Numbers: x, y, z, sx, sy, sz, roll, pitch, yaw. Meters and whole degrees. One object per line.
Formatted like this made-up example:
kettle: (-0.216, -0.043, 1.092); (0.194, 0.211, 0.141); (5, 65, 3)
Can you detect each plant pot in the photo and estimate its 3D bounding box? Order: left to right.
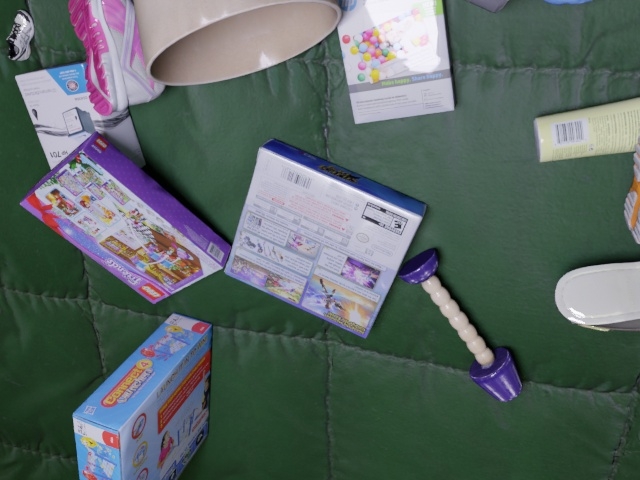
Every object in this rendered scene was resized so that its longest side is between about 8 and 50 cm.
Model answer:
plant pot: (-0.137, -0.371, 0.750); (0.256, 0.256, 0.274); (-17, 93, 25)

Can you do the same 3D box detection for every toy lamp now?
toy lamp: (0.230, 0.142, 0.958); (0.080, 0.080, 0.275); (-32, 99, 29)

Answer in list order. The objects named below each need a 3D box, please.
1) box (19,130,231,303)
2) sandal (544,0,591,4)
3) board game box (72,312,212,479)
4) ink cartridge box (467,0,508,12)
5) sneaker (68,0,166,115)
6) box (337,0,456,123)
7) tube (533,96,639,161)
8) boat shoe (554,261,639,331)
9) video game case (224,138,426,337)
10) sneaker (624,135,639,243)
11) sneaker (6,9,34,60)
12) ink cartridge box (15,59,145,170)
box: (-0.325, -0.025, 1.010); (0.200, 0.057, 0.293); (-26, 123, 33)
sandal: (0.378, -0.348, 0.631); (0.317, 0.138, 0.126); (-19, 110, 27)
board game box: (-0.311, 0.343, 1.103); (0.086, 0.308, 0.302); (14, 118, 13)
ink cartridge box: (0.172, -0.394, 0.637); (0.171, 0.168, 0.233); (25, 110, 5)
sneaker: (-0.302, -0.315, 0.902); (0.102, 0.111, 0.253); (-4, 97, 52)
box: (0.103, -0.263, 0.821); (0.145, 0.038, 0.186); (-4, 113, 19)
tube: (0.403, -0.148, 0.771); (0.239, 0.070, 0.062); (-7, 70, 16)
boat shoe: (0.486, 0.076, 0.830); (0.304, 0.091, 0.109); (-4, 77, 18)
video game case: (0.000, 0.000, 0.971); (0.269, 0.061, 0.245); (24, 119, 6)
sneaker: (0.445, -0.079, 0.750); (0.083, 0.084, 0.215); (-9, 146, 9)
sneaker: (-0.497, -0.336, 0.986); (0.031, 0.037, 0.083); (22, 119, 9)
ink cartridge box: (-0.394, -0.196, 0.996); (0.139, 0.082, 0.191); (-4, 113, 20)
